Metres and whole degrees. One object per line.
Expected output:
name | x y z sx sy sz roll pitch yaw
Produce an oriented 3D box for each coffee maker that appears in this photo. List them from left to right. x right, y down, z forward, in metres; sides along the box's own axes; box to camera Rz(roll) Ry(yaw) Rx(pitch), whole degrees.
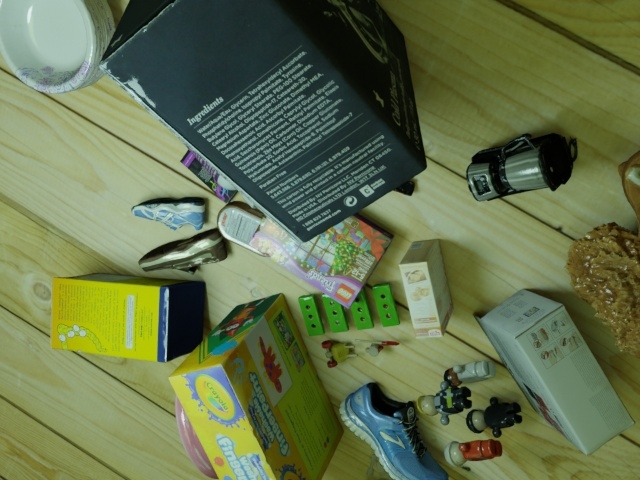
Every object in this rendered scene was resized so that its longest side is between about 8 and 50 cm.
coffee maker | 0.416 -0.147 1.420 0.178 0.171 0.120 -9 86 45

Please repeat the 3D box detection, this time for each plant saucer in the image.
plant saucer | -0.249 0.444 1.792 0.084 0.332 0.332 -16 105 21

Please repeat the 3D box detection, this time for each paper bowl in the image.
paper bowl | -0.619 -0.503 1.640 0.284 0.148 0.284 8 114 18

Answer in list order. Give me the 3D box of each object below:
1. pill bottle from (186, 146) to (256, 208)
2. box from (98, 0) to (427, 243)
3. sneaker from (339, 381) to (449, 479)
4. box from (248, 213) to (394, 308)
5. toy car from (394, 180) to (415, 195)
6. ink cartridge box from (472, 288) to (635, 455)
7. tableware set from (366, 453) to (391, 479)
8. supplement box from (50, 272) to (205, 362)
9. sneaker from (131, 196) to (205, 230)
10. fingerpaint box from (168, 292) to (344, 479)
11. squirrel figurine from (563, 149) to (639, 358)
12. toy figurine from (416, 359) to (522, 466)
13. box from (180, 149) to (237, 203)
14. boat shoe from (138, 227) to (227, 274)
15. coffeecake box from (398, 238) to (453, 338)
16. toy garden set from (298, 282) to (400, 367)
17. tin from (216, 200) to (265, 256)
pill bottle | -0.204 -0.224 1.572 0.301 0.169 0.169 49 119 5
box | -0.075 -0.342 1.231 0.297 0.480 0.472 -32 126 27
sneaker | 0.203 0.498 1.752 0.330 0.130 0.147 43 113 11
box | 0.000 0.000 1.645 0.293 0.057 0.201 32 104 6
toy car | 0.182 -0.161 1.563 0.040 0.060 0.122 -170 78 -64
ink cartridge box | 0.506 0.274 1.533 0.130 0.272 0.309 -34 99 -3
tableware set | 0.187 0.651 1.885 0.128 0.039 0.194 11 121 3
supplement box | -0.513 0.199 1.837 0.356 0.194 0.195 3 92 19
sneaker | -0.396 -0.066 1.777 0.211 0.080 0.081 2 109 21
fingerpaint box | -0.142 0.419 1.720 0.163 0.371 0.445 -17 106 25
squirrel figurine | 0.661 0.015 1.324 0.397 0.281 0.370 -33 91 26
toy figurine | 0.350 0.405 1.629 0.148 0.213 0.209 -28 97 44
box | -0.257 -0.185 1.707 0.162 0.029 0.116 43 120 1
boat shoe | -0.360 0.052 1.808 0.257 0.095 0.095 -16 111 25
coffeecake box | 0.246 0.110 1.578 0.068 0.142 0.185 -8 108 23
toy garden set | 0.087 0.213 1.736 0.244 0.049 0.204 -10 106 23
tin | -0.175 -0.029 1.738 0.190 0.040 0.106 25 113 9
